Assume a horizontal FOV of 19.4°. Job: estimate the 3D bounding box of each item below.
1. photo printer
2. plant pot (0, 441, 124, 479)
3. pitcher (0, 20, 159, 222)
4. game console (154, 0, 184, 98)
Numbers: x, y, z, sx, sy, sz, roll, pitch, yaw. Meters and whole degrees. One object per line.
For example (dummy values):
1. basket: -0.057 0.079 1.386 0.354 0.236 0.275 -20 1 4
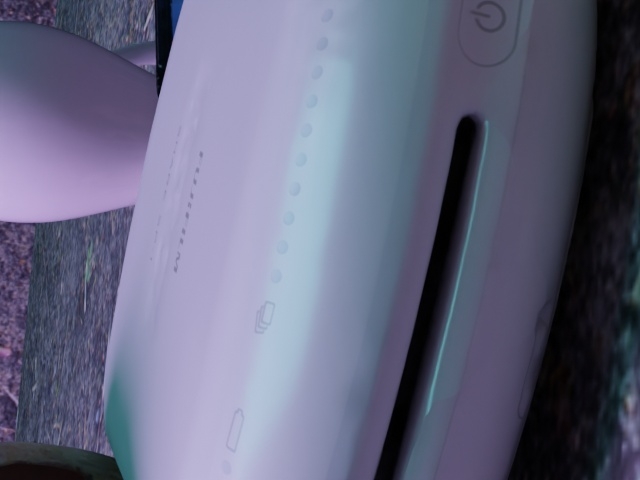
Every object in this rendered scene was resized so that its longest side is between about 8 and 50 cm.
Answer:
1. photo printer: 0.000 0.000 0.684 0.307 0.107 0.256 -143 65 -75
2. plant pot: -0.148 0.264 0.811 0.334 0.334 0.305 -97 26 -44
3. pitcher: -0.157 -0.084 1.200 0.177 0.207 0.125 -101 22 -55
4. game console: -0.040 -0.156 1.012 0.085 0.124 0.144 71 -170 -48
